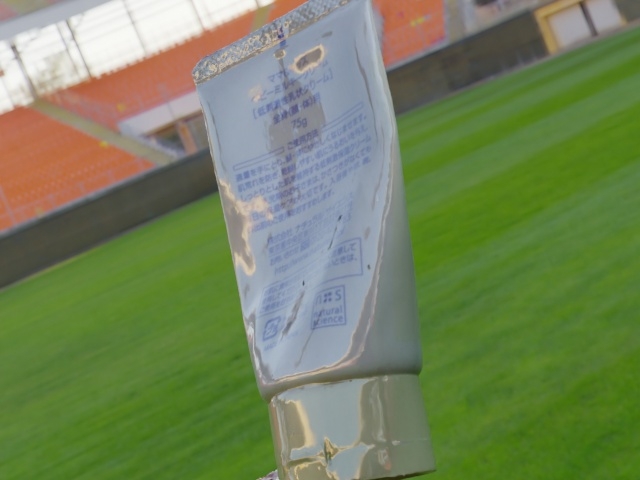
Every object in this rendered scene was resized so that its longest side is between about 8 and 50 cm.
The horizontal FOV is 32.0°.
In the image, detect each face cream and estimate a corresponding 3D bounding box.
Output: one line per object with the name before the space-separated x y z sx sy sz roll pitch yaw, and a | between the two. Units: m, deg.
face cream | 0.000 0.000 0.513 0.114 0.224 0.070 -21 -18 36

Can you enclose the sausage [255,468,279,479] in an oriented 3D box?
sausage | 0.037 0.276 0.845 0.141 0.268 0.153 -61 -6 -52
